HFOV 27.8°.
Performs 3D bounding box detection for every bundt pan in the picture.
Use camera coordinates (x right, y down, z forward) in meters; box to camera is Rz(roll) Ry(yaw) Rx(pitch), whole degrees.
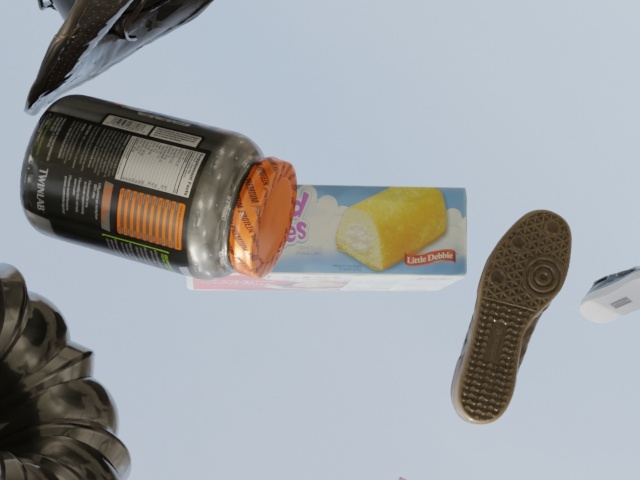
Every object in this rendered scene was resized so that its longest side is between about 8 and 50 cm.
[{"bbox_3d":[-0.262,0.136,0.963,0.331,0.124,0.331,49,-159,-26],"label":"bundt pan"}]

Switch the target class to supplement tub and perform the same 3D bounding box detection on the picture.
[{"bbox_3d":[-0.121,-0.038,0.990,0.190,0.117,0.117,15,-140,15],"label":"supplement tub"}]

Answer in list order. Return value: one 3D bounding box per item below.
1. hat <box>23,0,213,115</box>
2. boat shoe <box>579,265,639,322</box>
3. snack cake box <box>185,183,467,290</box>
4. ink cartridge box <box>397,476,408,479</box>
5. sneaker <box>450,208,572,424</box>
[{"bbox_3d":[-0.142,-0.246,0.984,0.134,0.331,0.331,45,-139,-2],"label":"hat"},{"bbox_3d":[0.318,0.045,1.301,0.049,0.142,0.040,42,-127,-19],"label":"boat shoe"},{"bbox_3d":[0.000,0.000,1.262,0.264,0.152,0.089,1,-96,-5],"label":"snack cake box"},{"bbox_3d":[0.192,0.425,1.157,0.384,0.279,0.160,22,-176,3],"label":"ink cartridge box"},{"bbox_3d":[0.152,0.063,1.089,0.066,0.071,0.188,24,-97,-1],"label":"sneaker"}]
